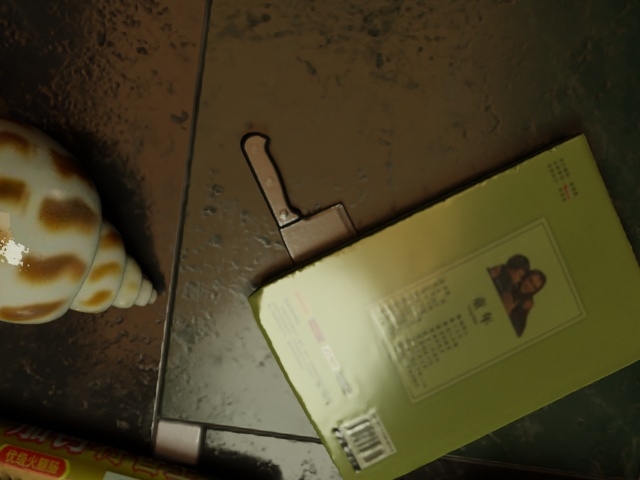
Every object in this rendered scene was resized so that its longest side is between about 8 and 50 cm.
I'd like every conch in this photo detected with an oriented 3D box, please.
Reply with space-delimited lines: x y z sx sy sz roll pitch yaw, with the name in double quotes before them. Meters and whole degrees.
"conch" -0.269 -0.014 0.615 0.275 0.183 0.149 51 52 -13

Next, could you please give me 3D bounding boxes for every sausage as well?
"sausage" -0.199 0.238 0.681 0.371 0.082 0.082 16 96 -3

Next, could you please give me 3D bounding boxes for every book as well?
"book" 0.136 0.078 0.685 0.352 0.035 0.239 -26 100 0

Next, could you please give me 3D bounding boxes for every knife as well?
"knife" 0.000 0.000 0.687 0.072 0.019 0.245 -26 100 -1
